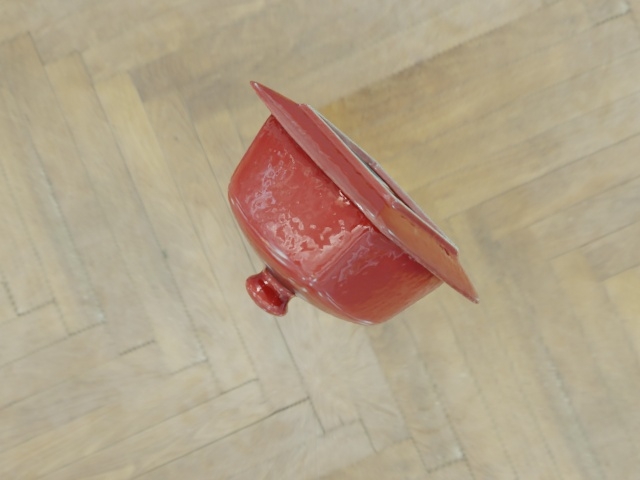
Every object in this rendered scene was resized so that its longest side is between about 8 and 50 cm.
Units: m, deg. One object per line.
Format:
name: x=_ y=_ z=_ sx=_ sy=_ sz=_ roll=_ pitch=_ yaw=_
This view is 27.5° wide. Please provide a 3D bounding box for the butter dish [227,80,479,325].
butter dish: x=0.000 y=0.000 z=0.845 sx=0.118 sy=0.160 sz=0.160 roll=-45 pitch=56 yaw=8
